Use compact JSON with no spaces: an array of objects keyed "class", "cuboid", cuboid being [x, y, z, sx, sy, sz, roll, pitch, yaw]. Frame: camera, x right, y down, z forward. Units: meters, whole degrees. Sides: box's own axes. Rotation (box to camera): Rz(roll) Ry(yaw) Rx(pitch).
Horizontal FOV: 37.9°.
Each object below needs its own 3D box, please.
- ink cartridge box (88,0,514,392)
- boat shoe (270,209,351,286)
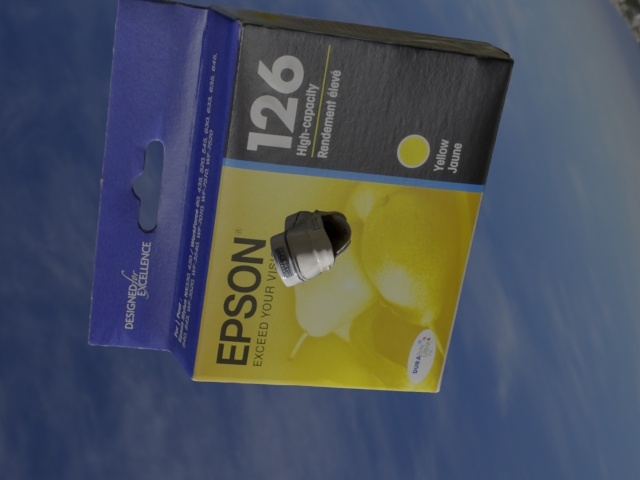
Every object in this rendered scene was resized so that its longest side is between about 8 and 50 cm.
[{"class":"ink cartridge box","cuboid":[-0.022,-0.026,0.761,0.072,0.307,0.304,-123,39,-64]},{"class":"boat shoe","cuboid":[0.000,0.000,0.481,0.100,0.035,0.035,-34,-75,-81]}]
